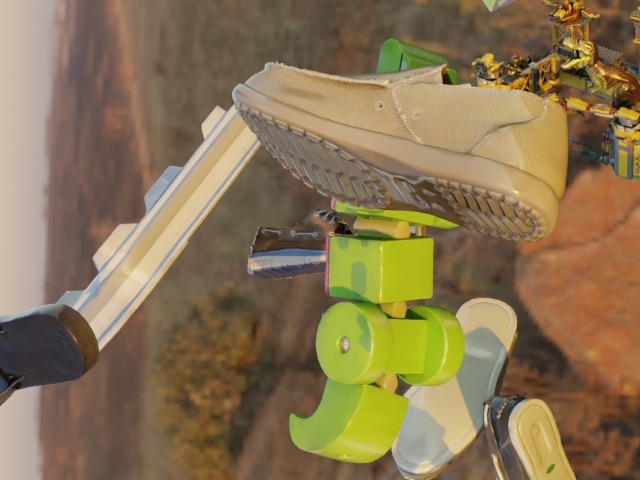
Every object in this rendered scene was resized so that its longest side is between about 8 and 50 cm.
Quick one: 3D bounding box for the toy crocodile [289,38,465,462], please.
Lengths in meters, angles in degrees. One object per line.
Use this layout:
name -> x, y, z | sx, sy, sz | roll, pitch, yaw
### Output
toy crocodile -> 0.048, 0.012, 1.278 | 0.105, 0.115, 0.340 | 8, 93, 45

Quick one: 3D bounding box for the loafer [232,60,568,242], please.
loafer -> 0.058, -0.074, 1.095 | 0.092, 0.268, 0.102 | -57, -35, -18

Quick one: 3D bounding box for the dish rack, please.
dish rack -> -0.186, -0.013, 1.815 | 0.333, 0.072, 0.285 | -54, 6, -35

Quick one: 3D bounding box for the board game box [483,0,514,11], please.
board game box -> 0.177, -0.491, 1.990 | 0.347, 0.078, 0.233 | 59, 162, 18

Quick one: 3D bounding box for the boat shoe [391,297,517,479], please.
boat shoe -> 0.175, 0.204, 2.065 | 0.091, 0.109, 0.305 | 92, -157, -44

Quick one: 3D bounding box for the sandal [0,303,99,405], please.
sandal -> -0.315, 0.117, 1.527 | 0.254, 0.054, 0.097 | -23, 103, 42

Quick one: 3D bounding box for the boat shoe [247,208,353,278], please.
boat shoe -> 0.000, 0.000, 1.783 | 0.066, 0.183, 0.066 | 29, -121, -61

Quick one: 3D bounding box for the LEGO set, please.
LEGO set -> 0.354, -0.236, 2.035 | 0.331, 0.255, 0.192 | 32, 138, 45

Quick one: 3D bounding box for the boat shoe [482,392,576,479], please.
boat shoe -> 0.251, 0.287, 1.909 | 0.079, 0.084, 0.233 | 4, 118, 48

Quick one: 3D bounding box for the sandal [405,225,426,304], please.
sandal -> 0.083, 0.043, 1.868 | 0.072, 0.049, 0.180 | -122, 50, -76
